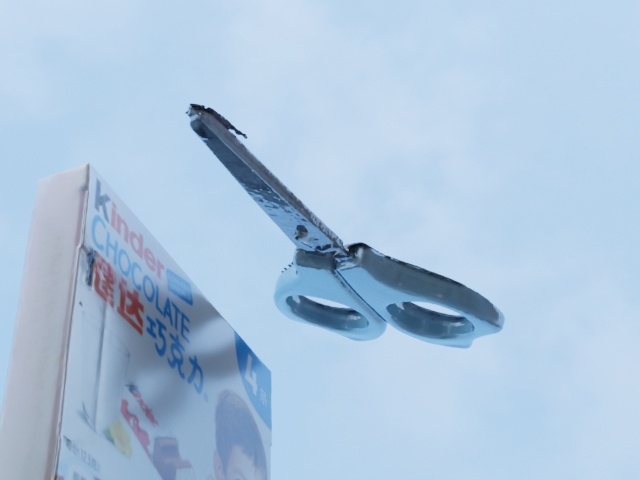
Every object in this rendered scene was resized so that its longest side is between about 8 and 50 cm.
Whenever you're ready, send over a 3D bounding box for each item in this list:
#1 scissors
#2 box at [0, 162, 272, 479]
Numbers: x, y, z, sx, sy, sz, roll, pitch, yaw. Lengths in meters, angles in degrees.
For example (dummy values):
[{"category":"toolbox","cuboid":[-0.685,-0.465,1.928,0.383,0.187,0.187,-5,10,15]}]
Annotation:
[{"category":"scissors","cuboid":[0.000,-0.001,0.843,0.191,0.360,0.029,2,-117,29]},{"category":"box","cuboid":[-0.104,0.132,0.751,0.048,0.273,0.265,-17,-130,17]}]
